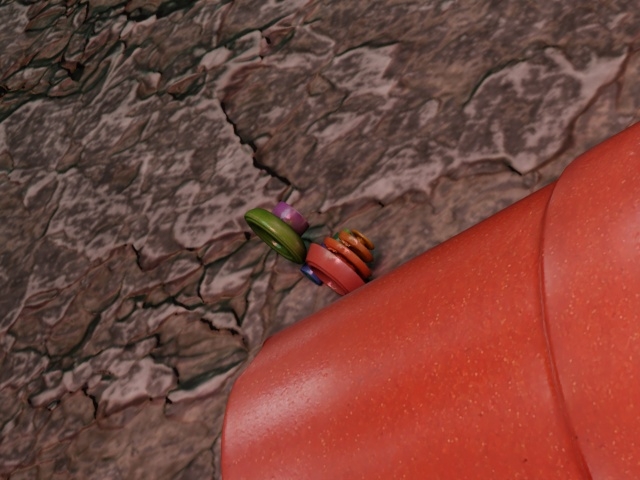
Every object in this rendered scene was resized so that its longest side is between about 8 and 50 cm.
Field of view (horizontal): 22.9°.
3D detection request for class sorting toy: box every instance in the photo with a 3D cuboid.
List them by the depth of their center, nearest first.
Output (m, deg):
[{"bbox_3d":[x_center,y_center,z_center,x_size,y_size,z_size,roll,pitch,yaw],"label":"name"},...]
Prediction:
[{"bbox_3d":[0.000,0.000,1.052,0.102,0.061,0.042,34,78,26],"label":"sorting toy"}]

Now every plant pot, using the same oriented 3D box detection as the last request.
[{"bbox_3d":[0.115,0.095,0.740,0.265,0.272,0.272,-24,43,33],"label":"plant pot"}]
